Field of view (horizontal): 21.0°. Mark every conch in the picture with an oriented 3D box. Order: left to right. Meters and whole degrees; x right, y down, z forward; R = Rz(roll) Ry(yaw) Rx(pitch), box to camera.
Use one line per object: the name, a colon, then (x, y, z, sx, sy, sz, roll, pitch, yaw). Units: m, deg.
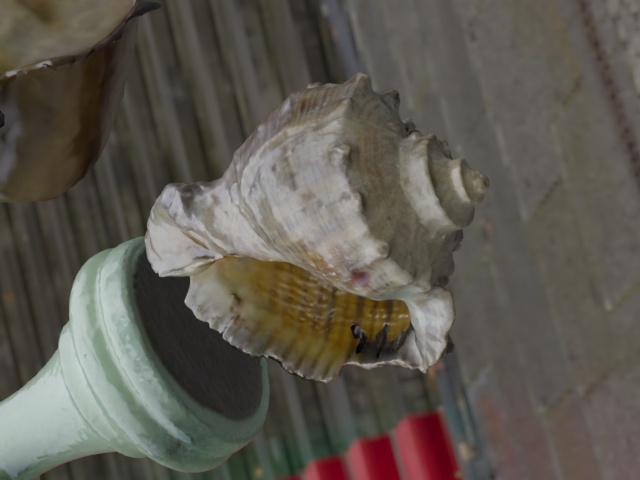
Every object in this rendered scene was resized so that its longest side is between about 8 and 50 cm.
conch: (0.000, 0.000, 1.001, 0.163, 0.245, 0.178, -22, -81, -56)

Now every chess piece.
chess piece: (-0.210, 0.141, 1.404, 0.194, 0.299, 0.194, 46, -154, -30)

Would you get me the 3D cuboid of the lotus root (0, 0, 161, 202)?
lotus root: (-0.285, -0.122, 0.876, 0.375, 0.390, 0.111, 42, 138, 14)
